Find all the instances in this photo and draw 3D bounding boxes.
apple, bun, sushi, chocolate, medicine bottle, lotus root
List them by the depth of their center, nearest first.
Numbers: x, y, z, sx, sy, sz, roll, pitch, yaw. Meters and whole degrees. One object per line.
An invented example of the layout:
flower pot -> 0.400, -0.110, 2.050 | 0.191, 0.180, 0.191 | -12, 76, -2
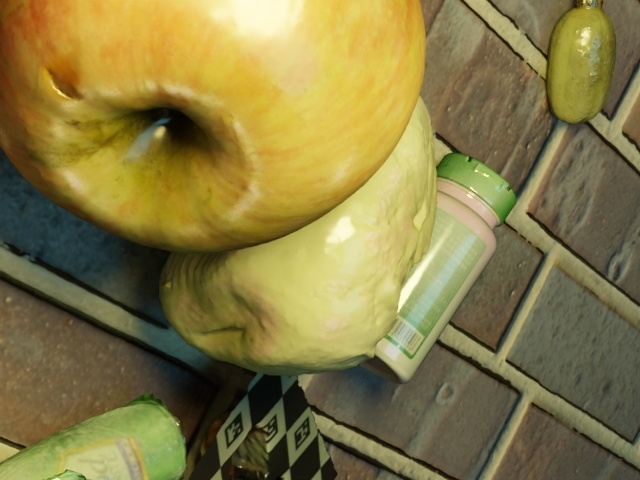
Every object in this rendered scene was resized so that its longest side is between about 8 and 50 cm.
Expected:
apple -> -0.100, -0.186, 1.642 | 0.391, 0.391, 0.347 | 65, 33, -44
chocolate -> -0.276, 0.256, 1.904 | 0.291, 0.110, 0.110 | -22, 125, -39
bun -> 0.000, 0.000, 1.907 | 0.213, 0.361, 0.361 | 44, 72, -17
sushi -> -0.118, 0.312, 2.136 | 0.320, 0.068, 0.339 | -57, 152, -24
medicine bottle -> 0.124, 0.029, 2.219 | 0.274, 0.133, 0.133 | -55, 141, -12
lotus root -> 0.341, -0.238, 2.375 | 0.090, 0.077, 0.183 | -22, 126, -42

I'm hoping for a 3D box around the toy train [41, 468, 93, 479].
toy train -> -0.333, 0.368, 1.749 | 0.397, 0.160, 0.253 | -22, 161, -25
